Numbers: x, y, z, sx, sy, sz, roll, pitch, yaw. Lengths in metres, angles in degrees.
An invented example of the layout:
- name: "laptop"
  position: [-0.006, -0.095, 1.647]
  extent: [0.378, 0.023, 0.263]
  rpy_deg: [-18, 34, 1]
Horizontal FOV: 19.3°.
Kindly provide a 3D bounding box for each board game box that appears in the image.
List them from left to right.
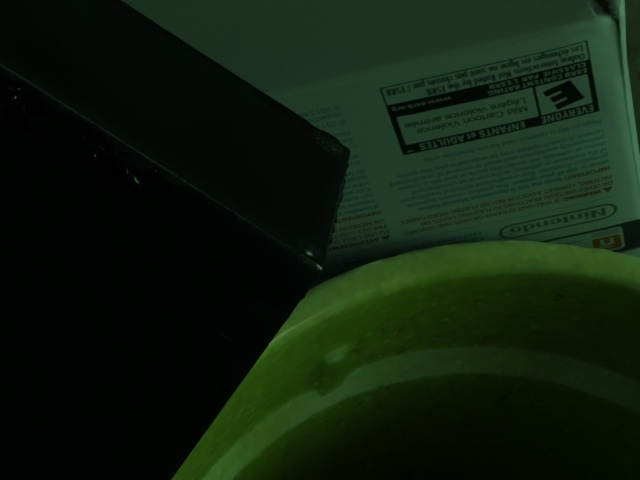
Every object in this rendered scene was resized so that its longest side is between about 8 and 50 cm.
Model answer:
- name: "board game box"
  position: [0.000, 0.000, 0.639]
  extent: [0.303, 0.224, 0.097]
  rpy_deg: [67, 15, -58]

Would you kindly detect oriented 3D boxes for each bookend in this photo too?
- name: "bookend"
  position: [-0.101, 0.010, 0.419]
  extent: [0.157, 0.156, 0.072]
  rpy_deg: [-55, -172, 21]

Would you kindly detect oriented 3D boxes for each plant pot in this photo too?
- name: "plant pot"
  position: [0.043, 0.172, 0.622]
  extent: [0.254, 0.276, 0.276]
  rpy_deg: [118, -31, -66]
